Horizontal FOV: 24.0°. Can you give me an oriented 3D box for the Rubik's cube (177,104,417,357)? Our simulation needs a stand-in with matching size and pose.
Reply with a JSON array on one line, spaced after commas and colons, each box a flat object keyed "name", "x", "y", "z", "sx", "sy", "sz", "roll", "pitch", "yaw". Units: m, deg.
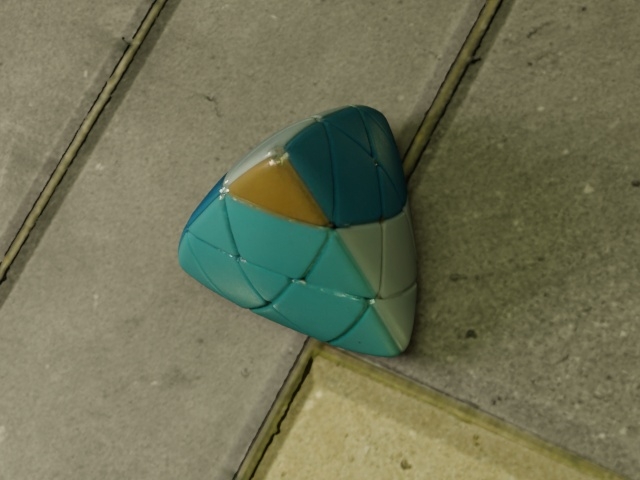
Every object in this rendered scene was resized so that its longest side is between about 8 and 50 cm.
[{"name": "Rubik's cube", "x": 0.000, "y": 0.000, "z": 1.331, "sx": 0.254, "sy": 0.254, "sz": 0.254, "roll": -5, "pitch": 67, "yaw": 13}]
